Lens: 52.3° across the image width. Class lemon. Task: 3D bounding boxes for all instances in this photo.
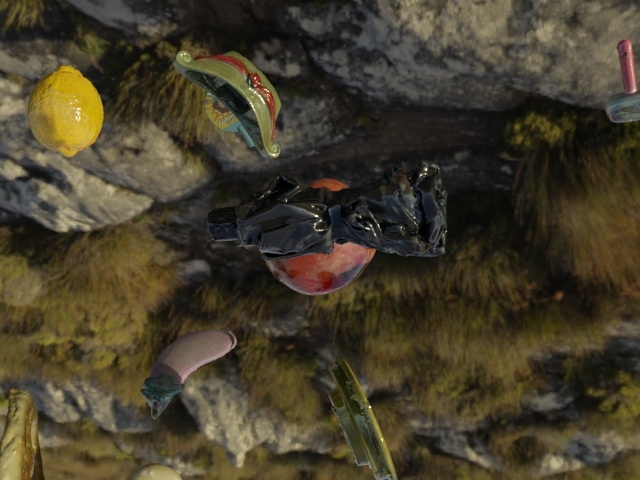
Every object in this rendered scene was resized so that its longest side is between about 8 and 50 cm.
[{"bbox_3d":[-0.502,-0.259,1.290,0.142,0.187,0.142,-1,172,0],"label":"lemon"}]

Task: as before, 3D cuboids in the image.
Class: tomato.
[{"bbox_3d":[0.000,0.000,1.146,0.184,0.208,0.208,50,149,-1],"label":"tomato"}]

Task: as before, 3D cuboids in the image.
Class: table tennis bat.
[{"bbox_3d":[-0.178,-0.259,1.348,0.100,0.019,0.155,-26,124,9],"label":"table tennis bat"}]

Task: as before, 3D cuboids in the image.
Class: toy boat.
[{"bbox_3d":[-0.108,-0.193,0.866,0.185,0.071,0.089,45,159,-18],"label":"toy boat"}]

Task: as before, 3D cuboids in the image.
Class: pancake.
[{"bbox_3d":[-0.572,0.461,1.268,0.065,0.356,0.356,-8,162,-21],"label":"pancake"}]

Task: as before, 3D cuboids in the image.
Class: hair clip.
[{"bbox_3d":[-0.329,0.299,1.599,0.110,0.358,0.095,-18,107,27],"label":"hair clip"}]

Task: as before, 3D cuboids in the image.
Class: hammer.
[{"bbox_3d":[0.314,-0.162,0.662,0.053,0.031,0.083,-8,108,27],"label":"hammer"}]

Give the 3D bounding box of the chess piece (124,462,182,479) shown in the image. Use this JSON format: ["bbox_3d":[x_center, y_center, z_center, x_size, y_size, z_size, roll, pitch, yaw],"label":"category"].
[{"bbox_3d":[-0.324,0.559,1.194,0.167,0.299,0.167,2,136,2],"label":"chess piece"}]

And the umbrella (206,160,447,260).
[{"bbox_3d":[0.004,-0.028,0.726,0.272,0.122,0.110,-3,120,12],"label":"umbrella"}]

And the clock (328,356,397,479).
[{"bbox_3d":[0.060,0.316,1.120,0.057,0.237,0.237,-23,155,-6],"label":"clock"}]
